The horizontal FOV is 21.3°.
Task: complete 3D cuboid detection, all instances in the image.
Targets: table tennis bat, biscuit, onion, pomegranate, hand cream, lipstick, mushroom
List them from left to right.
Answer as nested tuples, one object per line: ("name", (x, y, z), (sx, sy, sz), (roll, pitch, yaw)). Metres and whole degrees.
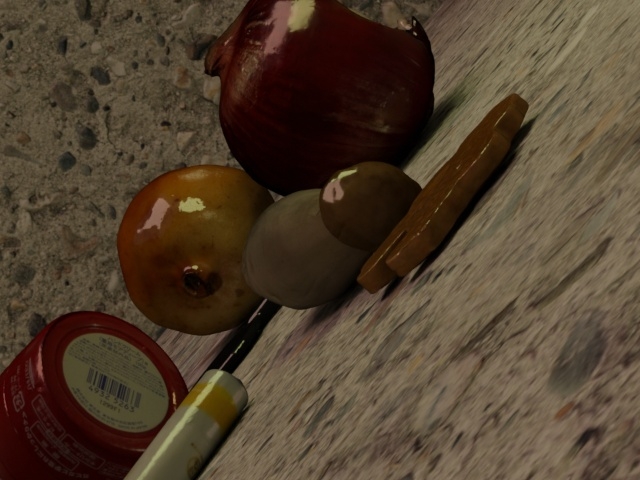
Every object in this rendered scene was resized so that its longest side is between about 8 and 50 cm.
("hand cream", (-0.274, 0.206, 2.005), (0.149, 0.230, 0.230), (-45, 6, 34))
("lipstick", (-0.160, 0.237, 1.714), (0.059, 0.059, 0.264), (-43, 7, 50))
("pomegranate", (-0.170, 0.016, 2.497), (0.264, 0.264, 0.264), (-48, 5, 6))
("table tennis bat", (-0.107, 0.134, 2.233), (0.236, 0.027, 0.150), (-51, 5, -16))
("mushroom", (0.000, 0.000, 1.793), (0.128, 0.128, 0.350), (-51, 9, -25))
("onion", (0.003, -0.202, 2.360), (0.341, 0.341, 0.341), (-48, 5, 6))
("biscuit", (0.120, -0.045, 1.580), (0.236, 0.040, 0.144), (-49, 12, -26))
